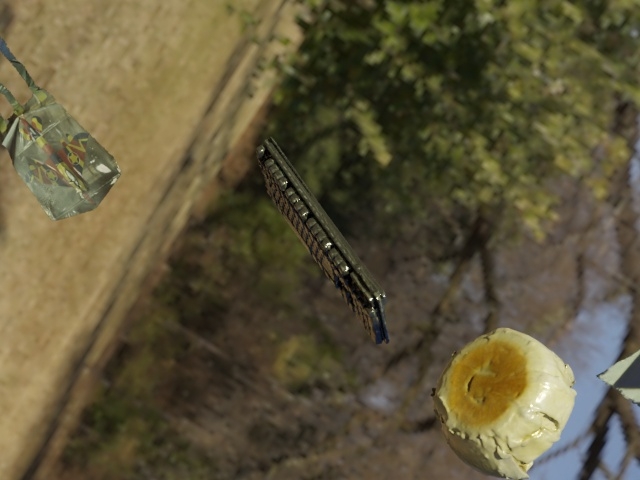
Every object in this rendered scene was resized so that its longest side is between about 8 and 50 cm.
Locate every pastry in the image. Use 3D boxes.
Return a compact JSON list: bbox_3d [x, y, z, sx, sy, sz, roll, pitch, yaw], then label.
[{"bbox_3d":[0.200,0.178,1.697,0.166,0.088,0.166,-25,-136,26],"label":"pastry"}]

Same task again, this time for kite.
[{"bbox_3d":[-0.310,-0.131,1.621,0.141,0.245,0.015,-31,-172,39],"label":"kite"}]

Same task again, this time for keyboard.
[{"bbox_3d":[-0.001,0.000,1.400,0.023,0.231,0.072,-24,140,-14],"label":"keyboard"}]

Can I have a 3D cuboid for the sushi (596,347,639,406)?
[{"bbox_3d":[0.355,0.040,1.039,0.294,0.292,0.059,-38,-131,21],"label":"sushi"}]
